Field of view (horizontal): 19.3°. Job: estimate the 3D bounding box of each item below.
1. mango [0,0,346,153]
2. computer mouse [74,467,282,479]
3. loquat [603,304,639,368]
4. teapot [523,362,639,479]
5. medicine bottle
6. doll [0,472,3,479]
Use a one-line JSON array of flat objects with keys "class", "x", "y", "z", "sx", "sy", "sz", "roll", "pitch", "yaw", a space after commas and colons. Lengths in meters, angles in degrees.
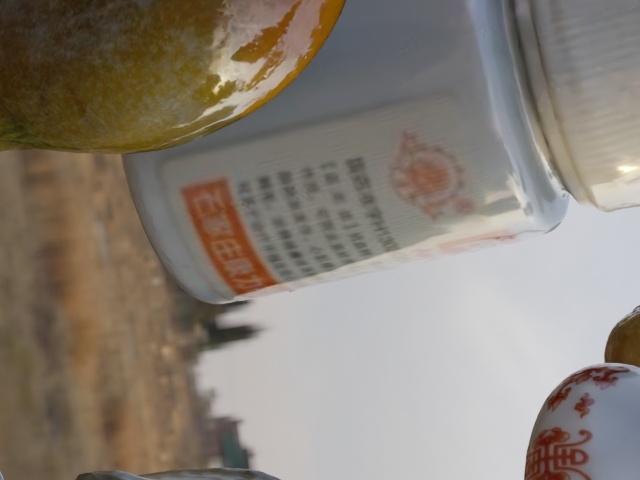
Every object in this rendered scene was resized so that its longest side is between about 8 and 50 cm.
[{"class": "mango", "x": -0.121, "y": -0.138, "z": 1.112, "sx": 0.146, "sy": 0.316, "sz": 0.193, "roll": 21, "pitch": 53, "yaw": -52}, {"class": "computer mouse", "x": -0.056, "y": 0.285, "z": 1.455, "sx": 0.145, "sy": 0.429, "sz": 0.228, "roll": -21, "pitch": 114, "yaw": -56}, {"class": "loquat", "x": 0.340, "y": 0.116, "z": 1.787, "sx": 0.137, "sy": 0.163, "sz": 0.163, "roll": -35, "pitch": -122, "yaw": 47}, {"class": "teapot", "x": 0.168, "y": 0.143, "z": 1.013, "sx": 0.245, "sy": 0.116, "sz": 0.159, "roll": -18, "pitch": 86, "yaw": -62}, {"class": "medicine bottle", "x": 0.071, "y": -0.091, "z": 1.243, "sx": 0.211, "sy": 0.371, "sz": 0.211, "roll": -12, "pitch": 90, "yaw": -73}, {"class": "doll", "x": -0.447, "y": 0.256, "z": 1.930, "sx": 0.195, "sy": 0.258, "sz": 0.153, "roll": -63, "pitch": 169, "yaw": 11}]
